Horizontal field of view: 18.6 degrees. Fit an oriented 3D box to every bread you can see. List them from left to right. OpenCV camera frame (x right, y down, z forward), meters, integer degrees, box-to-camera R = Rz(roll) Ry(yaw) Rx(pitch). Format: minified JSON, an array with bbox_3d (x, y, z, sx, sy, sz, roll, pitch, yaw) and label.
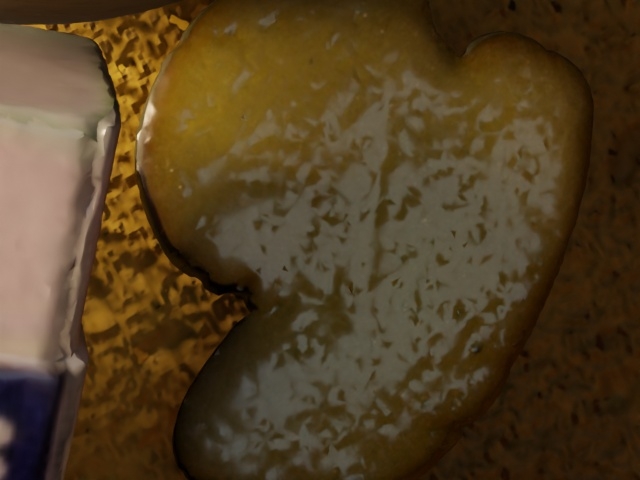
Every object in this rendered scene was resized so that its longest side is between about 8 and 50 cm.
[{"bbox_3d":[0.000,0.000,0.668,0.149,0.065,0.188,26,88,-6],"label":"bread"}]

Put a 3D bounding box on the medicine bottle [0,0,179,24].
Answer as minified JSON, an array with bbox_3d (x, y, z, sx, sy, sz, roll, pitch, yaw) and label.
[{"bbox_3d":[-0.076,-0.177,0.504,0.245,0.306,0.245,-1,92,-17],"label":"medicine bottle"}]

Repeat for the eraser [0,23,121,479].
[{"bbox_3d":[-0.144,0.078,0.565,0.130,0.086,0.287,8,110,-12],"label":"eraser"}]
